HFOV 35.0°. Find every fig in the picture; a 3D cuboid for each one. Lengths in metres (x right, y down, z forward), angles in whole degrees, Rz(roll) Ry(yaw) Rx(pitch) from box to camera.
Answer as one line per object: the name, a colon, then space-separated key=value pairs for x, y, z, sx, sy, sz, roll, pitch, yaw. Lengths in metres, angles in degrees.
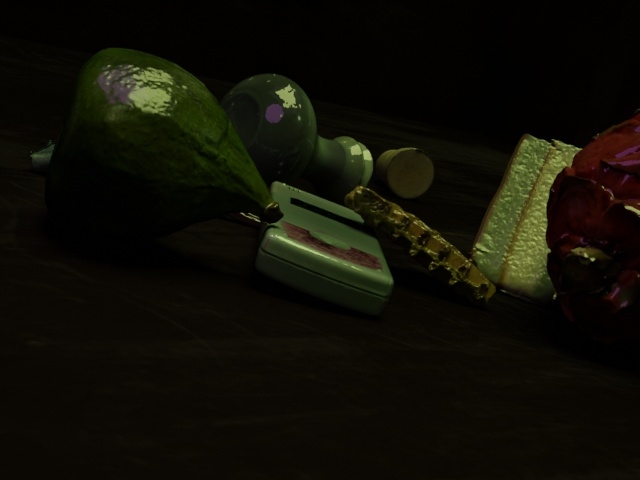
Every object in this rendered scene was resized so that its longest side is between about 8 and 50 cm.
fig: x=-0.149 y=-0.082 z=1.029 sx=0.235 sy=0.203 sz=0.203 roll=15 pitch=11 yaw=-14

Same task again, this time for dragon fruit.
dragon fruit: x=0.397 y=-0.016 z=1.170 sx=0.342 sy=0.277 sz=0.277 roll=-33 pitch=39 yaw=-29

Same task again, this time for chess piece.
chess piece: x=0.153 y=-0.134 z=1.920 sx=0.094 sy=0.094 sz=0.170 roll=13 pitch=7 yaw=-10

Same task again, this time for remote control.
remote control: x=0.000 y=0.001 z=1.158 sx=0.145 sy=0.050 sz=0.344 roll=21 pitch=11 yaw=-5

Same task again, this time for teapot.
teapot: x=-0.039 y=-0.134 z=1.517 sx=0.183 sy=0.184 sz=0.251 roll=27 pitch=4 yaw=43

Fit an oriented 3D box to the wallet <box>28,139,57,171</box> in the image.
wallet: x=-0.274 y=-0.120 z=1.347 sx=0.167 sy=0.036 sz=0.222 roll=-1 pitch=14 yaw=1

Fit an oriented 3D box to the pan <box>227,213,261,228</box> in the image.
pan: x=-0.155 y=-0.057 z=1.284 sx=0.212 sy=0.040 sz=0.115 roll=16 pitch=17 yaw=5

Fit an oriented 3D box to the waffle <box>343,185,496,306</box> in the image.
waffle: x=0.114 y=0.002 z=1.207 sx=0.192 sy=0.046 sz=0.160 roll=33 pitch=10 yaw=-27

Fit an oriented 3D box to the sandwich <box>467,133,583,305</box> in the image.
sandwich: x=0.308 y=-0.034 z=1.370 sx=0.155 sy=0.198 sz=0.227 roll=19 pitch=12 yaw=18
